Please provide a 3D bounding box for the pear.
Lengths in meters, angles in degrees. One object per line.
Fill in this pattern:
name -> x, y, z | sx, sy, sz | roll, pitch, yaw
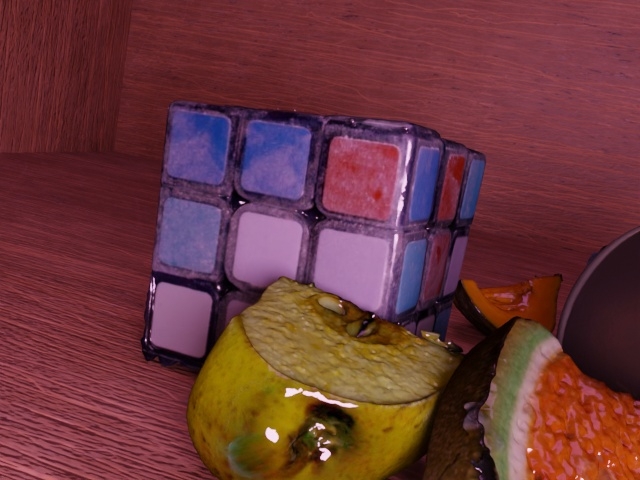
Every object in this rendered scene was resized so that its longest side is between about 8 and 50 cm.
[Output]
pear -> 0.007, 0.168, 0.719 | 0.238, 0.164, 0.255 | 23, 18, 10

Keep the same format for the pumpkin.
pumpkin -> 0.345, 0.147, 1.374 | 0.254, 0.149, 0.130 | -1, -28, -31

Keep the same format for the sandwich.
sandwich -> 0.229, 0.225, 0.657 | 0.301, 0.162, 0.250 | 25, 41, -3

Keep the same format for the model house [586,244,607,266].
model house -> 0.616, 0.139, 1.328 | 0.237, 0.215, 0.303 | 18, 8, 37

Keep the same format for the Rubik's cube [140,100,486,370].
Rubik's cube -> 0.000, 0.000, 1.041 | 0.362, 0.363, 0.359 | 11, 6, 25

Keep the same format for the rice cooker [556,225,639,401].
rice cooker -> 0.475, 0.148, 0.826 | 0.335, 0.335, 0.325 | 7, 10, -19
